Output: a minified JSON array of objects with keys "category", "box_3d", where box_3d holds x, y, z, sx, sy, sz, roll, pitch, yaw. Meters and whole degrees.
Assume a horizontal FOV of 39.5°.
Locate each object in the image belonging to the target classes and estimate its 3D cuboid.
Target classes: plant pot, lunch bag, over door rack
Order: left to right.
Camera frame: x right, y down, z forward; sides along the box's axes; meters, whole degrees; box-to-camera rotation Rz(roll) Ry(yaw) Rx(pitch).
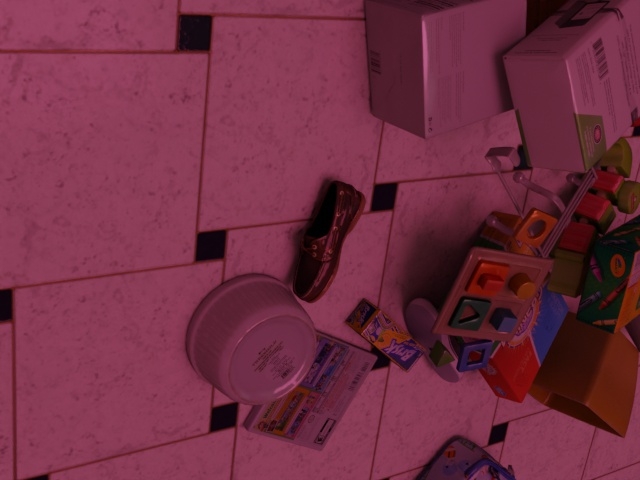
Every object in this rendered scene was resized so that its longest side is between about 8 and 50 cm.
[{"category":"lunch bag","box_3d":[0.296,0.586,1.939,0.303,0.115,0.243,-49,133,-4]},{"category":"over door rack","box_3d":[0.384,-0.133,1.592,0.239,0.108,0.324,-54,140,-23]},{"category":"plant pot","box_3d":[0.563,0.273,1.920,0.212,0.212,0.187,39,76,-41]}]

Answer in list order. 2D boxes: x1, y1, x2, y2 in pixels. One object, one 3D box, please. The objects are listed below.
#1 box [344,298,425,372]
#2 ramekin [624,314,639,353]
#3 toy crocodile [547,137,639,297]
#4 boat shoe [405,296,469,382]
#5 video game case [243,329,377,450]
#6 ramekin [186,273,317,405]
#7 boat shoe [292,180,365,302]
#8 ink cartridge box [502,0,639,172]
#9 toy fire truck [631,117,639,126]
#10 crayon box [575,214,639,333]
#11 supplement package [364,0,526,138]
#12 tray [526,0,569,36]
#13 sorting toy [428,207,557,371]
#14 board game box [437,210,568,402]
[{"category":"box","box_3d":[0.122,0.177,1.648,0.059,0.054,0.169,-51,131,-3]},{"category":"ramekin","box_3d":[0.794,0.157,1.935,0.277,0.135,0.277,-15,154,-7]},{"category":"toy crocodile","box_3d":[0.536,-0.046,1.762,0.105,0.115,0.341,42,73,-51]},{"category":"boat shoe","box_3d":[0.235,0.178,1.719,0.076,0.080,0.228,-54,129,-31]},{"category":"video game case","box_3d":[-0.015,0.272,1.619,0.193,0.023,0.212,26,97,-41]},{"category":"ramekin","box_3d":[-0.103,0.168,1.448,0.207,0.109,0.207,-16,120,-29]},{"category":"boat shoe","box_3d":[0.000,0.000,1.461,0.073,0.073,0.207,22,89,-49]},{"category":"ink cartridge box","box_3d":[0.425,-0.264,1.416,0.273,0.114,0.198,-41,125,-32]},{"category":"toy fire truck","box_3d":[0.626,-0.299,1.712,0.047,0.135,0.192,-24,124,-24]},{"category":"crayon box","box_3d":[0.602,0.056,1.727,0.278,0.081,0.165,-20,124,-49]},{"category":"supplement package","box_3d":[0.197,-0.293,1.402,0.203,0.149,0.194,-21,123,-26]},{"category":"tray","box_3d":[0.522,-0.456,1.603,0.411,0.076,0.203,-20,123,-27]},{"category":"sorting toy","box_3d":[0.306,0.102,1.552,0.196,0.047,0.348,7,119,-29]},{"category":"board game box","box_3d":[0.367,0.135,1.750,0.242,0.064,0.316,-57,134,-21]}]
